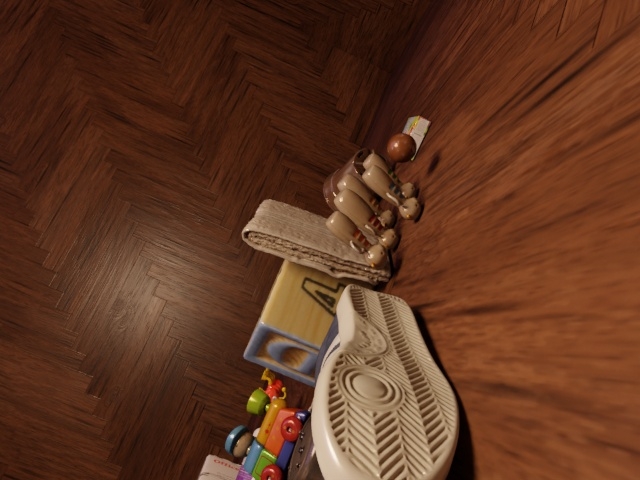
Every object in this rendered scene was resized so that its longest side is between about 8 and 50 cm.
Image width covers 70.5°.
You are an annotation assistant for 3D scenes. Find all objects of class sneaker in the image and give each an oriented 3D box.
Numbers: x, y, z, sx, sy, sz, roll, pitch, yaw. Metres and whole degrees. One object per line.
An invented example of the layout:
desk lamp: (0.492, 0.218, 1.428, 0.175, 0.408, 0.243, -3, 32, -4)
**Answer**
sneaker: (0.050, 0.176, 0.484, 0.350, 0.131, 0.148, -60, -12, -74)

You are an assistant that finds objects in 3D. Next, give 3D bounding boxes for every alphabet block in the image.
alphabet block: (-0.021, 0.157, 0.921, 0.192, 0.193, 0.197, 121, 172, -51)

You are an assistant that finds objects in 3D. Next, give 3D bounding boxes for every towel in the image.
towel: (0.000, 0.000, 0.888, 0.187, 0.282, 0.049, -79, 8, -68)

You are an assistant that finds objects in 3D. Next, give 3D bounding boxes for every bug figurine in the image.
bug figurine: (-0.077, 0.269, 1.127, 0.216, 0.072, 0.279, -58, -12, -75)

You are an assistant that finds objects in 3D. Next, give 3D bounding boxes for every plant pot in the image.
plant pot: (0.115, -0.171, 1.310, 0.165, 0.167, 0.167, -47, 18, 56)

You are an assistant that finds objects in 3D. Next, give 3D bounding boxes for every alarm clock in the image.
alarm clock: (-0.015, 0.351, 0.707, 0.129, 0.064, 0.192, -94, 24, -81)

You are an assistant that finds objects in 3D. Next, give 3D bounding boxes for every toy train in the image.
toy train: (-0.072, 0.316, 0.838, 0.105, 0.143, 0.248, 33, -102, -61)

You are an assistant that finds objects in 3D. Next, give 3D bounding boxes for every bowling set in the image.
bowling set: (0.135, -0.081, 0.851, 0.200, 0.154, 0.287, -44, 13, 26)

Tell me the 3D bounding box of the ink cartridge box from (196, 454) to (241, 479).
ink cartridge box: (-0.200, 0.585, 0.975, 0.237, 0.172, 0.100, 167, 127, -85)

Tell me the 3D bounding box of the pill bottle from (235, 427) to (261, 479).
pill bottle: (-0.101, 0.448, 0.915, 0.108, 0.108, 0.193, 121, 172, -62)

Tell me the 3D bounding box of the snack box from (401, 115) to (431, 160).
snack box: (0.225, -0.255, 1.128, 0.141, 0.037, 0.100, -82, 17, -76)
